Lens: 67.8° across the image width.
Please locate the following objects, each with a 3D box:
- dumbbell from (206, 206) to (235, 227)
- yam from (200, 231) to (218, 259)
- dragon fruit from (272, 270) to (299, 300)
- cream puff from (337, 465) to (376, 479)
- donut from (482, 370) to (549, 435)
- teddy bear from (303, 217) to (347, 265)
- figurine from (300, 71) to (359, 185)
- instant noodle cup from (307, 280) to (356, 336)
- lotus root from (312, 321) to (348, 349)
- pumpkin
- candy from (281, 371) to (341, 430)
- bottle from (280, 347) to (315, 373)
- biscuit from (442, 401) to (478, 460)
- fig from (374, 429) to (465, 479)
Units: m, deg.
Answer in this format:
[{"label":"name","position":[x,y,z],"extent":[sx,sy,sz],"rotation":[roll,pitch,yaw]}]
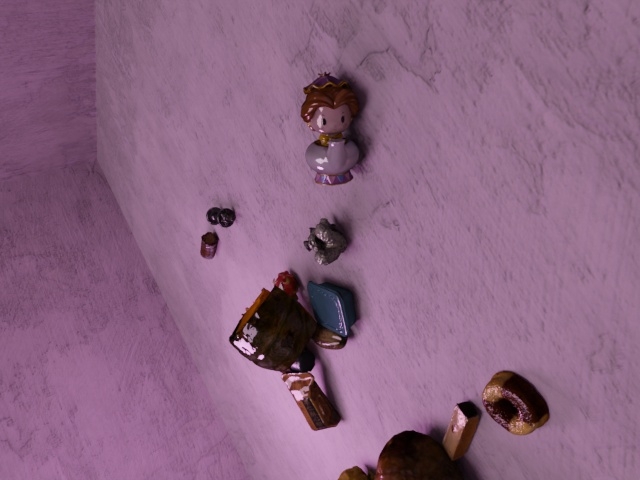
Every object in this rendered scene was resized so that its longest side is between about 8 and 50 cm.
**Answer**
[{"label":"dumbbell","position":[-0.419,-0.098,1.994],"extent":[0.254,0.082,0.081],"rotation":[9,116,54]},{"label":"yam","position":[-0.524,0.027,2.231],"extent":[0.079,0.079,0.141],"rotation":[56,148,19]},{"label":"dragon fruit","position":[-0.117,0.168,1.706],"extent":[0.086,0.081,0.116],"rotation":[-15,99,48]},{"label":"cream puff","position":[0.172,0.917,1.665],"extent":[0.282,0.185,0.282],"rotation":[46,-176,-4]},{"label":"donut","position":[0.420,0.361,1.042],"extent":[0.140,0.059,0.140],"rotation":[29,129,43]},{"label":"teddy bear","position":[0.021,0.002,1.394],"extent":[0.213,0.111,0.133],"rotation":[-154,68,-78]},{"label":"figurine","position":[0.023,-0.275,1.170],"extent":[0.189,0.142,0.263],"rotation":[-123,25,-63]},{"label":"instant noodle cup","position":[0.042,0.204,1.499],"extent":[0.179,0.070,0.157],"rotation":[14,122,52]},{"label":"lotus root","position":[0.030,0.315,1.572],"extent":[0.179,0.081,0.089],"rotation":[6,85,52]},{"label":"pumpkin","position":[-0.164,0.300,1.614],"extent":[0.226,0.256,0.303],"rotation":[34,167,-4]},{"label":"candy","position":[-0.032,0.591,1.770],"extent":[0.143,0.101,0.271],"rotation":[-22,105,30]},{"label":"bottle","position":[-0.131,0.438,1.835],"extent":[0.271,0.143,0.156],"rotation":[-3,131,48]},{"label":"biscuit","position":[0.355,0.486,1.220],"extent":[0.056,0.052,0.187],"rotation":[-129,34,-47]},{"label":"fig","position":[0.329,0.687,1.269],"extent":[0.369,0.286,0.286],"rotation":[10,122,19]}]
